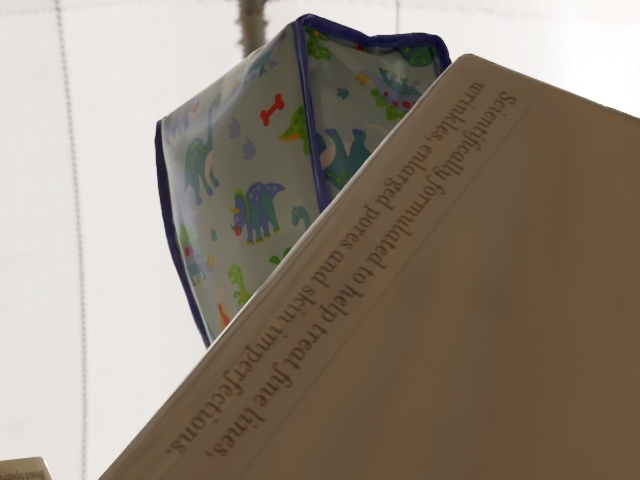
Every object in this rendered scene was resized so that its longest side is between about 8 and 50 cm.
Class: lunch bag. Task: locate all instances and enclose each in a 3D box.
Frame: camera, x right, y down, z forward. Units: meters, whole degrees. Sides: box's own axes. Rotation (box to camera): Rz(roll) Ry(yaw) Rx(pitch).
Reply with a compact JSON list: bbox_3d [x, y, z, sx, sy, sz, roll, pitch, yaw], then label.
[{"bbox_3d":[0.000,0.000,0.702,0.096,0.151,0.129,5,-21,-31],"label":"lunch bag"}]

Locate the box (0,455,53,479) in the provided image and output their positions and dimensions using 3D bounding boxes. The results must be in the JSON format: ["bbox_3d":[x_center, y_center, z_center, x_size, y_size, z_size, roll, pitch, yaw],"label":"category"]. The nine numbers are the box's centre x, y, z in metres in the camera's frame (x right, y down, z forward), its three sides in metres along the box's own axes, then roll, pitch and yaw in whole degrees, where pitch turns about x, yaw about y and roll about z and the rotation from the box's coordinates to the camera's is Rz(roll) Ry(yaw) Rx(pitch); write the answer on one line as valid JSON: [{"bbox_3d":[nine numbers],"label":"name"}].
[{"bbox_3d":[-0.200,0.306,1.068,0.121,0.148,0.311,-31,-104,20],"label":"box"}]

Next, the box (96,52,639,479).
[{"bbox_3d":[0.069,0.073,0.405,0.181,0.181,0.119,24,-43,19],"label":"box"}]
